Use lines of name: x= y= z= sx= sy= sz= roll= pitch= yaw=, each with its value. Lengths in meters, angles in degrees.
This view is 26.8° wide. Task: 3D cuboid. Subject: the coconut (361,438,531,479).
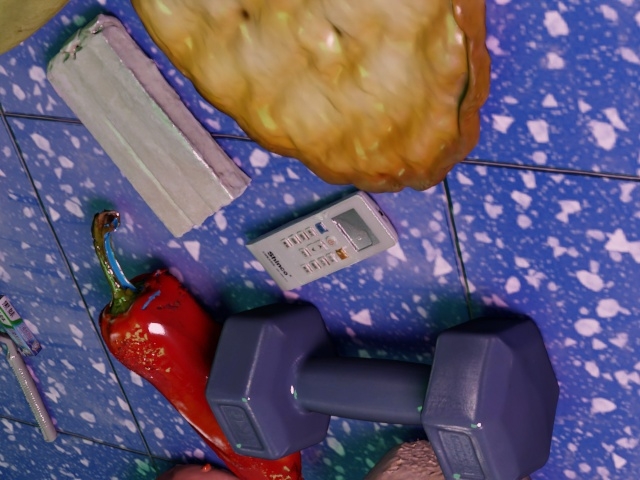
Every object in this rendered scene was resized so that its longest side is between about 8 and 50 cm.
coconut: x=0.111 y=0.314 z=1.291 sx=0.241 sy=0.241 sz=0.241 roll=20 pitch=137 yaw=20

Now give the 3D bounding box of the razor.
razor: x=-0.368 y=0.178 z=1.670 sx=0.084 sy=0.036 sz=0.211 roll=53 pitch=168 yaw=47

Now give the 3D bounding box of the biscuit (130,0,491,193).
biscuit: x=-0.017 y=-0.182 z=1.042 sx=0.335 sy=0.078 sz=0.329 roll=23 pitch=141 yaw=18

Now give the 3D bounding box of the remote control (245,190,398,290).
remote control: x=0.000 y=0.000 z=1.231 sx=0.162 sy=0.029 sz=0.061 roll=-23 pitch=113 yaw=42

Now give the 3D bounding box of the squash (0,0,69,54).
squash: x=-0.252 y=-0.239 z=1.134 sx=0.118 sy=0.118 sz=0.370 roll=45 pitch=144 yaw=-7

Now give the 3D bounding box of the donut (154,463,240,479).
donut: x=-0.133 y=0.350 z=1.614 sx=0.199 sy=0.085 sz=0.233 roll=32 pitch=140 yaw=7

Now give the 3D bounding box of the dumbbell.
dumbbell: x=0.054 y=0.138 z=1.232 sx=0.316 sy=0.156 sz=0.144 roll=1 pitch=98 yaw=35

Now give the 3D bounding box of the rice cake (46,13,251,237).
rice cake: x=-0.164 y=-0.106 z=1.247 sx=0.211 sy=0.038 sz=0.124 roll=48 pitch=140 yaw=-11

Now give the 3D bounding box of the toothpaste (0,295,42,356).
toothpaste: x=-0.366 y=0.104 z=1.610 sx=0.020 sy=0.017 sz=0.083 roll=-8 pitch=122 yaw=42

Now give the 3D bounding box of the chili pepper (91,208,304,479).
chili pepper: x=-0.127 y=0.137 z=1.393 sx=0.110 sy=0.110 sz=0.387 roll=-18 pitch=119 yaw=45
